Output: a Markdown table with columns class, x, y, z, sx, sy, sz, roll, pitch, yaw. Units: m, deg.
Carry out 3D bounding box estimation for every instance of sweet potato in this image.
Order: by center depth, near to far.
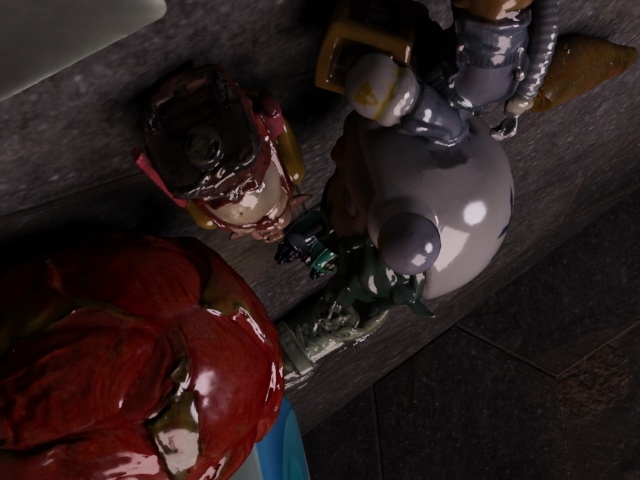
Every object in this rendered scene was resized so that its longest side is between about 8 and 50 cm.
| class | x | y | z | sx | sy | sz | roll | pitch | yaw |
| --- | --- | --- | --- | --- | --- | --- | --- | --- | --- |
| sweet potato | 0.308 | -0.212 | 1.095 | 0.243 | 0.077 | 0.077 | -30 | 165 | -41 |

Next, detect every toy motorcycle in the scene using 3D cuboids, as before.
| class | x | y | z | sx | sy | sz | roll | pitch | yaw |
| --- | --- | --- | --- | --- | --- | --- | --- | --- | --- |
| toy motorcycle | 0.000 | 0.000 | 1.152 | 0.100 | 0.058 | 0.173 | -43 | 163 | 8 |

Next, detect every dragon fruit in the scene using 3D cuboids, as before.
| class | x | y | z | sx | sy | sz | roll | pitch | yaw |
| --- | --- | --- | --- | --- | --- | --- | --- | --- | --- |
| dragon fruit | -0.183 | 0.122 | 0.806 | 0.277 | 0.277 | 0.342 | -42 | 166 | 28 |

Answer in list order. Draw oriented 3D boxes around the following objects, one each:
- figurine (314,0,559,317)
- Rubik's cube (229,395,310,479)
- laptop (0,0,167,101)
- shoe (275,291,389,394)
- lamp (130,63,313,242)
| class | x | y | z | sx | sy | sz | roll | pitch | yaw |
| --- | --- | --- | --- | --- | --- | --- | --- | --- | --- |
| figurine | 0.083 | -0.092 | 0.753 | 0.382 | 0.186 | 0.261 | 97 | 11 | -45 |
| Rubik's cube | -0.196 | 0.409 | 1.304 | 0.352 | 0.348 | 0.351 | -15 | 162 | 8 |
| laptop | -0.188 | -0.148 | 0.461 | 0.187 | 0.015 | 0.269 | -30 | 163 | -7 |
| shoe | -0.005 | 0.142 | 1.467 | 0.292 | 0.109 | 0.149 | -29 | 158 | -22 |
| lamp | -0.070 | -0.055 | 0.773 | 0.118 | 0.118 | 0.253 | -33 | 162 | 0 |
